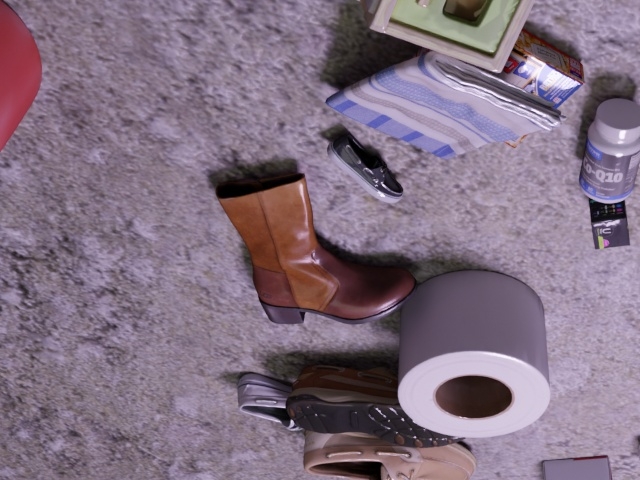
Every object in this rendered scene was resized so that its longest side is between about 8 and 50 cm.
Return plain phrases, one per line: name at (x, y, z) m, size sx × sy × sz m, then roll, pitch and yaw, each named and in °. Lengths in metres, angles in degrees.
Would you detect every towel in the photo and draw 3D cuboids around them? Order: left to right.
towel at (0.153, -0.168, 1.494) m, size 0.209 × 0.034 × 0.285 m, roll 20°, pitch 167°, yaw -23°

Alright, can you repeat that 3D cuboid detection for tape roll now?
tape roll at (0.249, 0.189, 1.890) m, size 0.246 × 0.169 × 0.246 m, roll 2°, pitch 138°, yaw 2°

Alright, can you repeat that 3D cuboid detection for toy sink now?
toy sink at (0.126, -0.314, 1.340) m, size 0.234 × 0.131 × 0.152 m, roll 18°, pitch 115°, yaw -13°

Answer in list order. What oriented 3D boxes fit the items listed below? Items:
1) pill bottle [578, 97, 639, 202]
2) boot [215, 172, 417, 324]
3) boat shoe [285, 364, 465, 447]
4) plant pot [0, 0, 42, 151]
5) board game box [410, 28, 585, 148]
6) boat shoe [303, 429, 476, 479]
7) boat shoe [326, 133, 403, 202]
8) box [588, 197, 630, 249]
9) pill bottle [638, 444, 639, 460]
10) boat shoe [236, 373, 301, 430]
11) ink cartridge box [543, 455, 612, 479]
pill bottle at (0.404, -0.124, 1.593) m, size 0.078 × 0.078 × 0.137 m, roll 2°, pitch 138°, yaw 4°
boot at (0.000, 0.000, 1.794) m, size 0.264 × 0.096 × 0.280 m, roll -1°, pitch 131°, yaw 19°
boat shoe at (0.104, 0.276, 2.037) m, size 0.324 × 0.120 × 0.122 m, roll 8°, pitch 136°, yaw 6°
plant pot at (-0.527, -0.175, 1.513) m, size 0.275 × 0.243 × 0.275 m, roll 4°, pitch 138°, yaw 3°
board game box at (0.227, -0.219, 1.531) m, size 0.193 × 0.045 × 0.147 m, roll 26°, pitch 134°, yaw -21°
boat shoe at (0.132, 0.432, 2.215) m, size 0.341 × 0.110 × 0.121 m, roll 10°, pitch 138°, yaw -5°
boat shoe at (0.072, -0.103, 1.674) m, size 0.142 × 0.049 × 0.040 m, roll 34°, pitch 130°, yaw -25°
box at (0.419, -0.039, 1.681) m, size 0.052 × 0.083 × 0.062 m, roll -8°, pitch 137°, yaw 15°
pill bottle at (0.677, 0.409, 2.152) m, size 0.152 × 0.086 × 0.086 m, roll -13°, pitch 135°, yaw 18°
boat shoe at (-0.051, 0.316, 2.132) m, size 0.226 × 0.075 × 0.083 m, roll 16°, pitch 137°, yaw -11°
ink cartridge box at (0.518, 0.507, 2.286) m, size 0.127 × 0.072 × 0.175 m, roll -8°, pitch 136°, yaw 14°
